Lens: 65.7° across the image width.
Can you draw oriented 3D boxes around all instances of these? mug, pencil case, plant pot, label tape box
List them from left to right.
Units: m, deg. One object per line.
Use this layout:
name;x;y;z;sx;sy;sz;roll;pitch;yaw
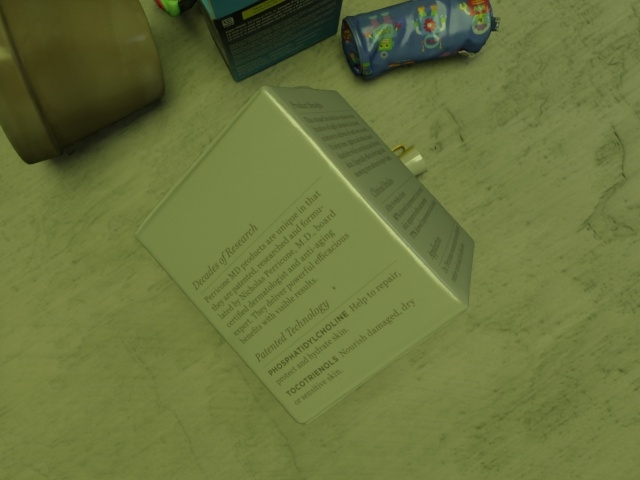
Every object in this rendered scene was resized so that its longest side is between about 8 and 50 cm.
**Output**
plant pot;-0.457;-0.335;0.919;0.280;0.323;0.323;-21;87;-19
label tape box;-0.088;-0.443;0.892;0.249;0.347;0.115;-27;87;-3
mug;0.177;-0.157;1.035;0.064;0.078;0.062;-32;120;5
pencil case;0.197;-0.420;1.015;0.306;0.119;0.133;-14;99;-3

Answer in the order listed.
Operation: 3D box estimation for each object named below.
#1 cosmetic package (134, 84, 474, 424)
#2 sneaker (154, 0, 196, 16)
cosmetic package;0.000;0.000;0.828;0.327;0.329;0.393;-43;88;24
sneaker;-0.233;-0.636;0.938;0.202;0.185;0.482;5;68;-7
